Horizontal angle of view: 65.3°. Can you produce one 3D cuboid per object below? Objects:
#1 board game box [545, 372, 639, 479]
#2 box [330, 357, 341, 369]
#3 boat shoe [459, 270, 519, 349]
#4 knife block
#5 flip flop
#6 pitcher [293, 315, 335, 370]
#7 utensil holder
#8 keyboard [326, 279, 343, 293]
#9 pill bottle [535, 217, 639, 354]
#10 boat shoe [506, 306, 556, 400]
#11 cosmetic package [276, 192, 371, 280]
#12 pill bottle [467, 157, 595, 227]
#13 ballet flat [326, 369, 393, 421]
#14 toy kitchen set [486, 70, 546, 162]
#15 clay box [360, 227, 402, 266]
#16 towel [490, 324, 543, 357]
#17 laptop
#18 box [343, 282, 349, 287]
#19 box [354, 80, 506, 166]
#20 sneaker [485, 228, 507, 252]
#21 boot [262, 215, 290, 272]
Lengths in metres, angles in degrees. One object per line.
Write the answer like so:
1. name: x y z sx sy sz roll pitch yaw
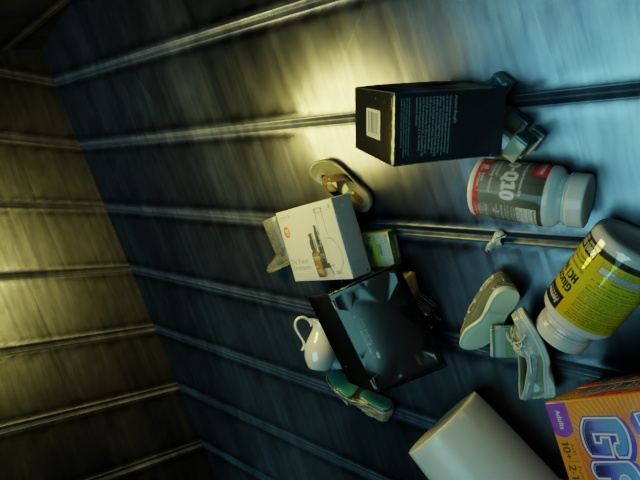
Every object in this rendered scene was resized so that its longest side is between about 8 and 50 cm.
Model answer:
1. board game box: 0.809 0.495 1.136 0.356 0.356 0.357 -28 68 45
2. box: 0.082 0.473 2.061 0.178 0.042 0.109 -20 93 45
3. boat shoe: 0.509 0.223 1.541 0.109 0.091 0.305 8 132 -10
4. knife block: 0.278 0.234 1.752 0.275 0.088 0.242 -3 105 42
5. flip flop: 0.065 -0.192 1.769 0.277 0.080 0.112 42 131 21
6. pitcher: -0.024 0.408 2.009 0.177 0.125 0.207 4 88 3
7. utensil holder: 0.523 0.730 1.588 0.385 0.327 0.328 48 132 20
8. keyboard: 0.067 0.110 1.911 0.100 0.038 0.192 8 96 54
9. pill bottle: 0.695 0.126 1.264 0.188 0.187 0.334 37 128 24
10. boat shoe: 0.597 0.337 1.444 0.103 0.118 0.321 -18 117 12
11. cosmetic package: 0.000 0.000 1.831 0.377 0.097 0.285 -10 96 55
12. pill bottle: 0.548 -0.124 1.309 0.283 0.161 0.162 13 116 37
13. ballet flat: 0.151 0.642 2.032 0.315 0.107 0.106 24 132 34
14. toy kitchen set: 0.478 -0.321 1.284 0.207 0.166 0.122 45 131 18
15. clay box: 0.175 0.029 1.784 0.222 0.053 0.128 -3 105 44
16. towel: 0.588 0.301 1.504 0.151 0.023 0.113 -4 114 11
17. laptop: 0.181 0.316 1.792 0.407 0.236 0.382 -26 91 14
18. box: 0.088 0.218 1.941 0.062 0.052 0.083 53 132 11
19. box: 0.271 -0.318 1.309 0.296 0.293 0.183 -128 34 -65
20. sneaker: 0.520 0.008 1.480 0.037 0.031 0.083 39 130 24
21. boot: -0.194 0.015 2.093 0.189 0.076 0.209 -26 96 31
